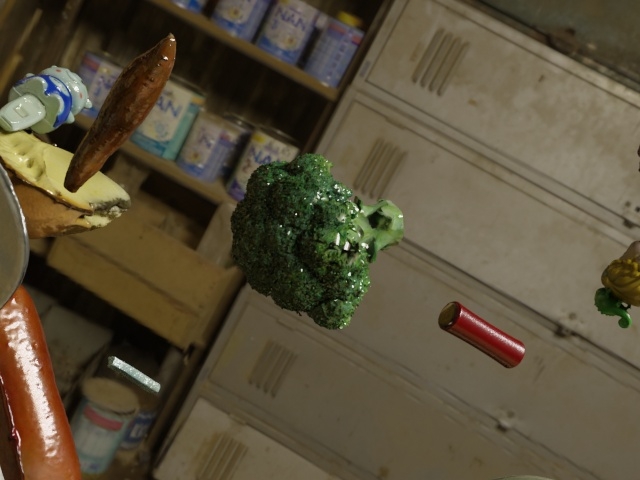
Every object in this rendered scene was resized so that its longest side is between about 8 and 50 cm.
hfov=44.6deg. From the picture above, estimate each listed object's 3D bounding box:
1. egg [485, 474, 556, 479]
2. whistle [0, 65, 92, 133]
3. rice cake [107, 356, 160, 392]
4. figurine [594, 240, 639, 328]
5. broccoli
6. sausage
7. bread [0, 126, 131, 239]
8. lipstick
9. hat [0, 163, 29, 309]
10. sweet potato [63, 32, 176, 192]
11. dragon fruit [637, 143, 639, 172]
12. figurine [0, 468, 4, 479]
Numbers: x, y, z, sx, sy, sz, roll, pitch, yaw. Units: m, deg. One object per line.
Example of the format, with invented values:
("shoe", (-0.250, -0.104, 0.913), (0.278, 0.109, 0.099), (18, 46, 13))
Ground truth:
("egg", (0.254, 0.383, 0.954), (0.253, 0.186, 0.187), (-7, -8, 33))
("whistle", (-0.471, -0.241, 1.340), (0.110, 0.092, 0.244), (49, 26, -11))
("rice cake", (-0.510, 0.367, 2.123), (0.180, 0.042, 0.030), (45, 43, -39))
("figurine", (0.425, 0.050, 0.996), (0.095, 0.156, 0.115), (21, 24, -44))
("broccoli", (0.000, 0.000, 1.150), (0.270, 0.269, 0.270), (-10, 33, -30))
("sausage", (-0.421, 0.218, 1.106), (0.102, 0.102, 0.330), (-2, 74, -65))
("bread", (-0.468, -0.082, 1.259), (0.262, 0.162, 0.204), (33, 8, 13))
("lipstick", (0.395, 0.232, 1.908), (0.241, 0.080, 0.080), (32, 11, -25))
("hat", (-0.382, -0.026, 0.715), (0.244, 0.214, 0.149), (62, -8, -11))
("sweet potato", (-0.247, -0.153, 0.963), (0.057, 0.264, 0.057), (28, 36, -23))
("dragon fruit", (0.713, -0.145, 1.238), (0.263, 0.314, 0.296), (20, 40, -27))
("figurine", (-0.676, 0.458, 1.429), (0.144, 0.257, 0.181), (27, 28, -54))
